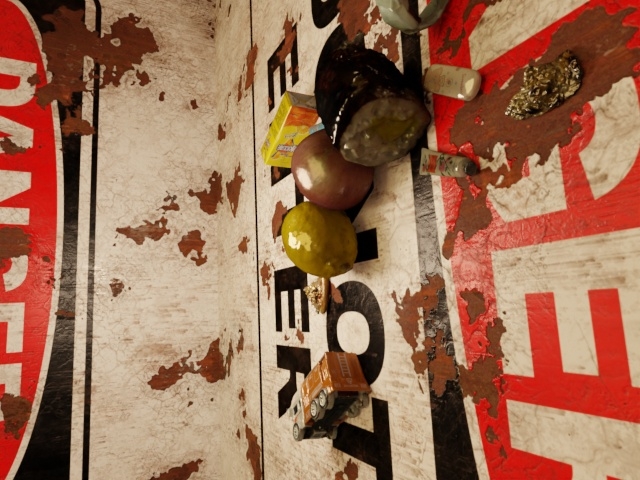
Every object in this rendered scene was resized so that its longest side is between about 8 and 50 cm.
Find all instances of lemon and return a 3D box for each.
[{"bbox_3d":[-0.004,-0.004,1.626,0.316,0.285,0.286,-97,18,-71],"label":"lemon"}]

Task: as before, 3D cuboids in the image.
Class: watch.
[{"bbox_3d":[0.250,-0.709,1.216,0.241,0.253,0.161,-46,33,-3],"label":"watch"}]

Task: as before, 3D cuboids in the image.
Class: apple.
[{"bbox_3d":[0.044,-0.253,1.536,0.235,0.305,0.306,-57,41,44],"label":"apple"}]

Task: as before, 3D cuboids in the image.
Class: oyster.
[{"bbox_3d":[0.479,-0.331,0.982,0.177,0.056,0.106,-28,71,53],"label":"oyster"}]

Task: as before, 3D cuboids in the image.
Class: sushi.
[{"bbox_3d":[0.138,-0.410,1.360,0.281,0.299,0.294,-44,47,32],"label":"sushi"}]

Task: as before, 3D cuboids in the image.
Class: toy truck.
[{"bbox_3d":[0.017,0.580,1.662,0.388,0.173,0.207,-60,33,37],"label":"toy truck"}]

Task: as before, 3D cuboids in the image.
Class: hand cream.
[{"bbox_3d":[0.341,-0.210,1.240,0.234,0.050,0.080,-147,59,-65],"label":"hand cream"}]

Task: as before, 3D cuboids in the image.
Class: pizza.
[{"bbox_3d":[-0.024,0.212,1.880,0.195,0.052,0.185,-2,83,62],"label":"pizza"}]

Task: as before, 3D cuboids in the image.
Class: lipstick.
[{"bbox_3d":[0.005,-0.467,1.868,0.157,0.048,0.048,4,92,62],"label":"lipstick"}]

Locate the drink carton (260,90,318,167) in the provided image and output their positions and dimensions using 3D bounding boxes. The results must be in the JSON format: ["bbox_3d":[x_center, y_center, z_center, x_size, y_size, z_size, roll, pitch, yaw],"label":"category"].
[{"bbox_3d":[-0.142,-0.491,2.029,0.351,0.154,0.111,-55,43,45],"label":"drink carton"}]

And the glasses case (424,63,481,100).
[{"bbox_3d":[0.353,-0.430,1.215,0.204,0.051,0.081,42,124,55],"label":"glasses case"}]
